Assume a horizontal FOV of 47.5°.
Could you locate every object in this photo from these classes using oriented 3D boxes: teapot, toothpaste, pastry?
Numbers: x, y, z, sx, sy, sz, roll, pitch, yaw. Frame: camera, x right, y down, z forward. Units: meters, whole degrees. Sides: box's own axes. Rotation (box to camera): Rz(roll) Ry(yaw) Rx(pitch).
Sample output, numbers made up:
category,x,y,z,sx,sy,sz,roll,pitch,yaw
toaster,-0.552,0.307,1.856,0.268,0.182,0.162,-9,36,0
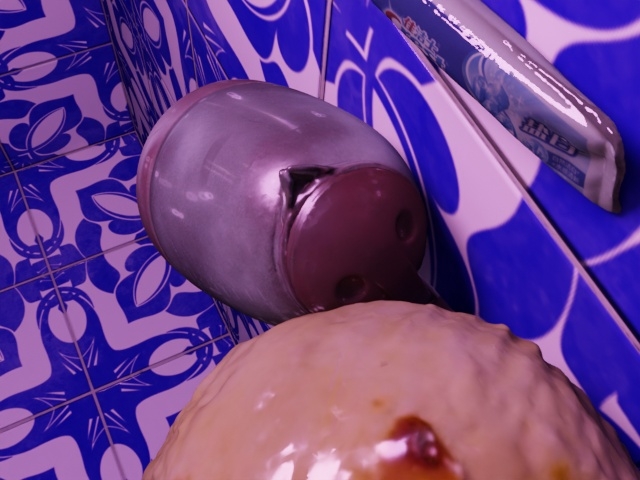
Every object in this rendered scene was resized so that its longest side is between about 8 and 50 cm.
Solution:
category,x,y,z,sx,sy,sz,roll,pitch,yaw
teapot,0.000,0.000,0.719,0.315,0.233,0.312,44,173,-32
toothpaste,0.102,-0.124,0.474,0.268,0.047,0.069,54,147,32
pastry,0.050,0.238,0.509,0.389,0.312,0.388,15,126,21
